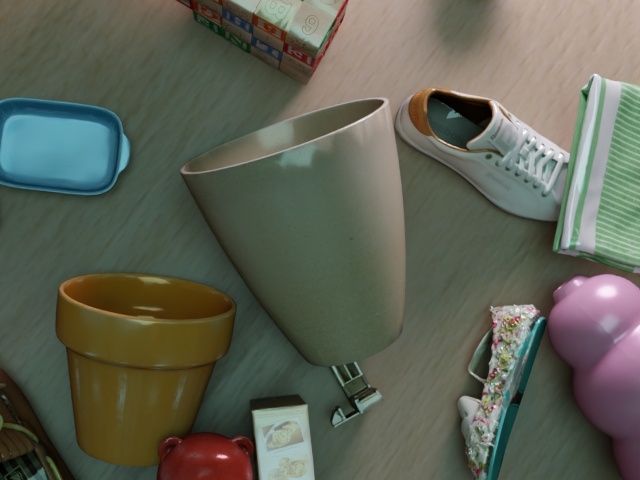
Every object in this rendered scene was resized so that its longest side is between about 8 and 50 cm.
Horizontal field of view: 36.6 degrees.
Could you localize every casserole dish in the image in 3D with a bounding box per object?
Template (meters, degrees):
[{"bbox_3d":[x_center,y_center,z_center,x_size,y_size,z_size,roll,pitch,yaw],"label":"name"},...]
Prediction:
[{"bbox_3d":[-0.332,-0.116,1.213,0.188,0.037,0.114,6,85,-5],"label":"casserole dish"}]

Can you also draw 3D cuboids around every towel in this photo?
[{"bbox_3d":[0.465,-0.065,1.263,0.324,0.038,0.248,13,84,-18],"label":"towel"}]

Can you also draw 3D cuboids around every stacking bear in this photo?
[{"bbox_3d":[-0.137,0.359,1.100,0.175,0.164,0.289,4,102,-5],"label":"stacking bear"}]

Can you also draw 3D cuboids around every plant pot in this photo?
[{"bbox_3d":[-0.212,0.153,1.137,0.205,0.205,0.188,7,100,-6],"label":"plant pot"},{"bbox_3d":[0.000,0.000,1.157,0.256,0.256,0.274,-21,105,-7],"label":"plant pot"}]

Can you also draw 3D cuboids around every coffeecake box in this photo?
[{"bbox_3d":[-0.043,0.286,1.161,0.068,0.142,0.186,-6,86,-6],"label":"coffeecake box"}]

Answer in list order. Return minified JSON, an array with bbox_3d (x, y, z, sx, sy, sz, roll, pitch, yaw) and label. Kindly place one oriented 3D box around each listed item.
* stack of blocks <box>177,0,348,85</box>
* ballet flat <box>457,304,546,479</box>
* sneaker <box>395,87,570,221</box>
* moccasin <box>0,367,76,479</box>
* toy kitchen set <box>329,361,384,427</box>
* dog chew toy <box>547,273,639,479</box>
[{"bbox_3d":[-0.118,-0.318,1.184,0.297,0.171,0.087,29,83,-3],"label":"stack of blocks"},{"bbox_3d":[0.221,0.193,1.239,0.077,0.091,0.241,15,79,25],"label":"ballet flat"},{"bbox_3d":[0.236,-0.106,1.233,0.290,0.123,0.106,24,82,-6],"label":"sneaker"},{"bbox_3d":[-0.390,0.260,1.123,0.139,0.147,0.380,-32,90,-8],"label":"moccasin"},{"bbox_3d":[0.027,0.183,1.206,0.068,0.083,0.075,-29,89,-8],"label":"toy kitchen set"},{"bbox_3d":[0.412,0.181,1.197,0.206,0.206,0.332,-38,83,-7],"label":"dog chew toy"}]
